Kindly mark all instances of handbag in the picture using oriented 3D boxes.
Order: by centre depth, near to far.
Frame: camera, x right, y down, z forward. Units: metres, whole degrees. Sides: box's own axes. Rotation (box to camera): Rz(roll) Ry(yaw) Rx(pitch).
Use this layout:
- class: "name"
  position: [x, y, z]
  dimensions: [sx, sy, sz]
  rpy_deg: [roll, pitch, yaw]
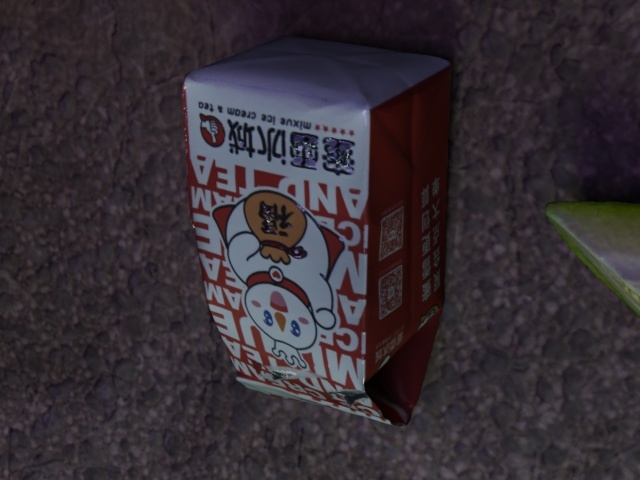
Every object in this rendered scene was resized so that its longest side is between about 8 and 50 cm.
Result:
- class: "handbag"
  position: [0.000, 0.000, 1.006]
  dimensions: [0.171, 0.151, 0.298]
  rpy_deg: [13, 117, 27]

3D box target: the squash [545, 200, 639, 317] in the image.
- class: "squash"
  position: [0.293, 0.092, 0.893]
  dimensions: [0.288, 0.111, 0.203]
  rpy_deg: [6, 76, 21]
